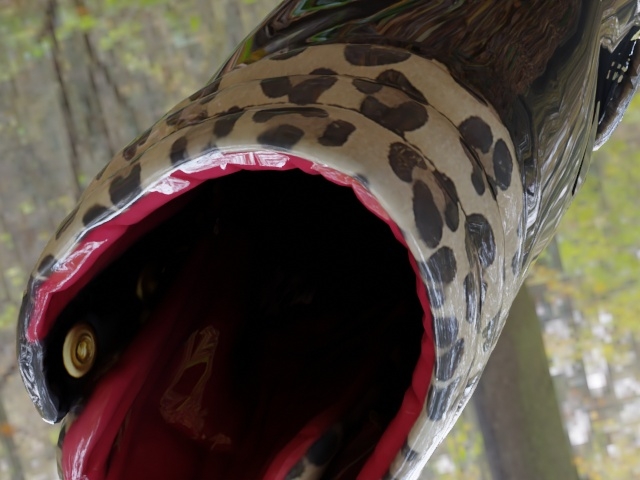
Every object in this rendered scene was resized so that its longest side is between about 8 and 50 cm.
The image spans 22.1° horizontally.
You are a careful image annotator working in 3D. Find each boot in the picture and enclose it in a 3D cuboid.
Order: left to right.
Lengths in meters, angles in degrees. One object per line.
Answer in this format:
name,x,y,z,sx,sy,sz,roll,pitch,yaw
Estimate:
boot,0.000,0.000,0.584,0.377,0.138,0.284,-47,-176,45
